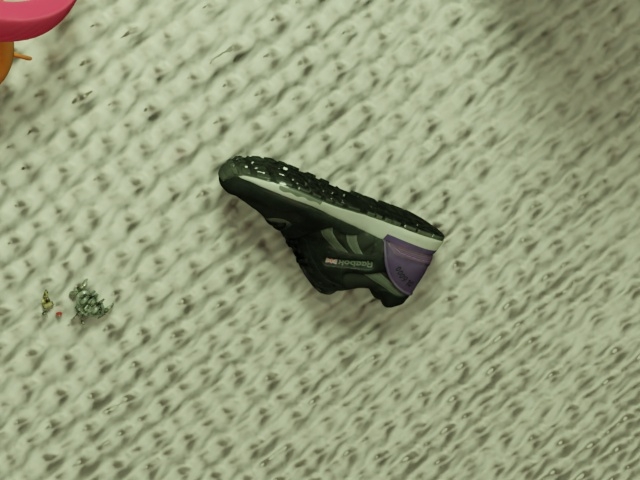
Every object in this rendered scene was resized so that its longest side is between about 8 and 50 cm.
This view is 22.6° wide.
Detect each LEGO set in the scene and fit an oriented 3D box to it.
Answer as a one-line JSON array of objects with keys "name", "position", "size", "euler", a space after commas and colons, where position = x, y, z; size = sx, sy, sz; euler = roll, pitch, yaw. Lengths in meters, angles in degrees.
[{"name": "LEGO set", "position": [-0.277, 0.075, 1.832], "size": [0.083, 0.023, 0.054], "euler": [-16, 108, -12]}]

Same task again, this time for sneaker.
[{"name": "sneaker", "position": [0.000, 0.000, 1.854], "size": [0.283, 0.107, 0.124], "euler": [21, 104, -20]}]

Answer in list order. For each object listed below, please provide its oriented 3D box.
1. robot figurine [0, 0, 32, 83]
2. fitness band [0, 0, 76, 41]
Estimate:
[{"name": "robot figurine", "position": [-0.415, -0.198, 1.665], "size": [0.219, 0.128, 0.158], "euler": [-16, 82, -11]}, {"name": "fitness band", "position": [-0.377, -0.312, 1.619], "size": [0.291, 0.054, 0.209], "euler": [20, 57, -19]}]
